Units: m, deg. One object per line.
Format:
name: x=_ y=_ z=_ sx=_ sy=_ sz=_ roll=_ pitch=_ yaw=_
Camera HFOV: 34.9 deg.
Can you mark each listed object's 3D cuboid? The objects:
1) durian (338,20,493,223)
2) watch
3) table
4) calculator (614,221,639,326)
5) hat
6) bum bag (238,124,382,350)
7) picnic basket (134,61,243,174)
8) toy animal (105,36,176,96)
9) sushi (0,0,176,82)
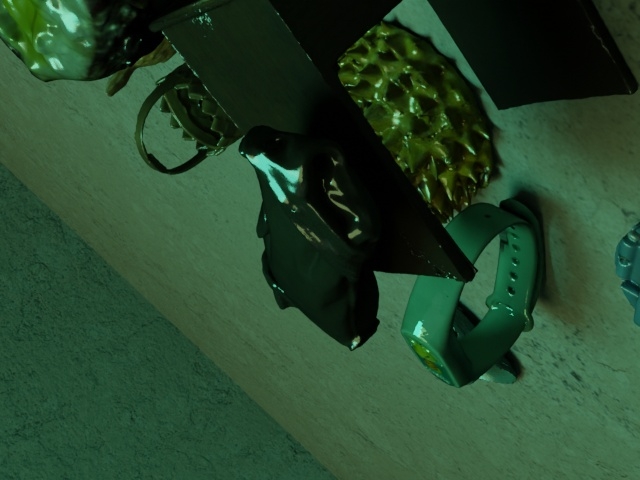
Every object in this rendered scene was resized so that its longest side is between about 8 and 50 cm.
durian: x=0.089 y=-0.119 z=1.090 sx=0.195 sy=0.185 sz=0.305 roll=-10 pitch=116 yaw=39
watch: x=0.174 y=0.062 z=1.128 sx=0.068 sy=0.195 sz=0.237 roll=29 pitch=164 yaw=34
table: x=0.065 y=-0.153 z=0.836 sx=0.282 sy=0.250 sz=0.196 roll=51 pitch=157 yaw=-21
calculator: x=0.397 y=0.081 z=0.921 sx=0.293 sy=0.051 sz=0.173 roll=34 pitch=156 yaw=26
hat: x=0.187 y=0.157 z=1.443 sx=0.191 sy=0.078 sz=0.138 roll=46 pitch=163 yaw=-2
bum bag: x=0.000 y=0.000 z=0.803 sx=0.142 sy=0.079 sz=0.326 roll=47 pitch=166 yaw=14
picnic basket: x=-0.177 y=-0.168 z=1.382 sx=0.137 sy=0.178 sz=0.128 roll=23 pitch=150 yaw=46
toy animal: x=-0.184 y=-0.259 z=1.240 sx=0.104 sy=0.184 sz=0.185 roll=29 pitch=166 yaw=-40
sushi: x=-0.190 y=-0.325 z=0.940 sx=0.281 sy=0.294 sz=0.299 roll=57 pitch=156 yaw=-20
